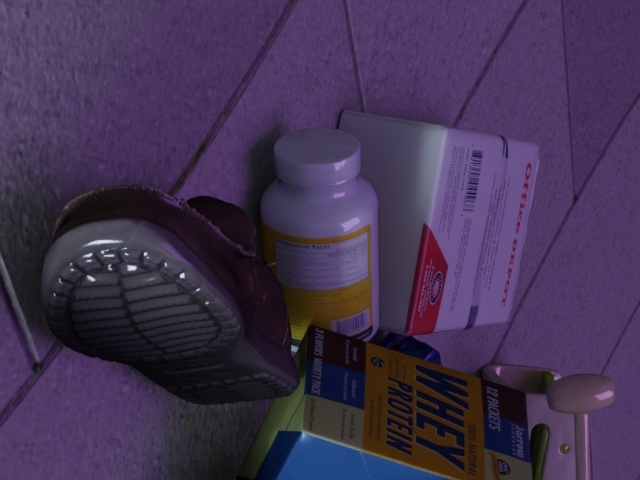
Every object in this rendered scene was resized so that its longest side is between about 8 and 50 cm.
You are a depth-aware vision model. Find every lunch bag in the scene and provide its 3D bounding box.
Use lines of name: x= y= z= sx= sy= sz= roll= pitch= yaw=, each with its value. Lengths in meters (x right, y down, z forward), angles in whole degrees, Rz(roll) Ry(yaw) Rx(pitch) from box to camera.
lunch bag: x=0.083 y=0.138 z=1.758 sx=0.067 sy=0.065 sz=0.098 roll=-45 pitch=144 yaw=-24

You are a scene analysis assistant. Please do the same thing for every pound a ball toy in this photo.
pound a ball toy: x=0.239 y=0.285 z=2.030 sx=0.208 sy=0.135 sz=0.319 roll=-122 pitch=-142 yaw=-74

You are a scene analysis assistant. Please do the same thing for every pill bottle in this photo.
pill bottle: x=0.000 y=0.000 z=1.472 sx=0.103 sy=0.103 sz=0.184 roll=-43 pitch=139 yaw=-50

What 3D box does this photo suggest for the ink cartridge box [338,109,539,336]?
ink cartridge box: x=0.109 y=-0.016 z=1.676 sx=0.273 sy=0.114 sz=0.197 roll=2 pitch=99 yaw=-64

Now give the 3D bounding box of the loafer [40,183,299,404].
loafer: x=-0.111 y=0.026 z=1.260 sx=0.366 sy=0.133 sz=0.130 roll=59 pitch=25 yaw=-69

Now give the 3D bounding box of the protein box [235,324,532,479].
protein box: x=0.047 y=0.212 z=1.446 sx=0.136 sy=0.201 sz=0.200 roll=-86 pitch=-163 yaw=-53
